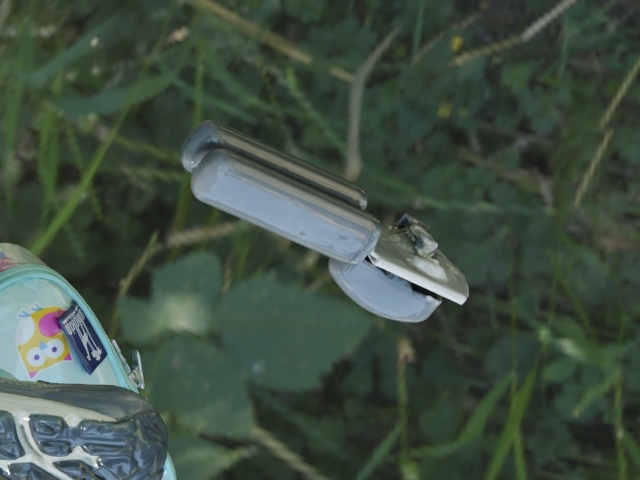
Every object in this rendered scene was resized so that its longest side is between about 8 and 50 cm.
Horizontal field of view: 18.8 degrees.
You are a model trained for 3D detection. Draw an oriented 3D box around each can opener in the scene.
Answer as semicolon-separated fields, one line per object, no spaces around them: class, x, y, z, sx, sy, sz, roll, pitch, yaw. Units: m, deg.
can opener;0.000;0.000;1.537;0.283;0.076;0.095;23;117;-33

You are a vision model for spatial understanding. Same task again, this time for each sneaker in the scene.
sneaker;-0.194;0.071;0.887;0.283;0.122;0.110;-2;135;24

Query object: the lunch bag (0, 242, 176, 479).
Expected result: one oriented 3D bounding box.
lunch bag;-0.231;0.148;1.196;0.108;0.279;0.224;19;138;63
